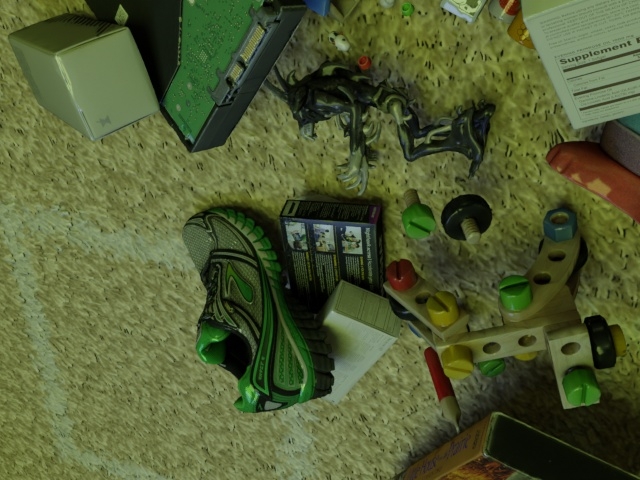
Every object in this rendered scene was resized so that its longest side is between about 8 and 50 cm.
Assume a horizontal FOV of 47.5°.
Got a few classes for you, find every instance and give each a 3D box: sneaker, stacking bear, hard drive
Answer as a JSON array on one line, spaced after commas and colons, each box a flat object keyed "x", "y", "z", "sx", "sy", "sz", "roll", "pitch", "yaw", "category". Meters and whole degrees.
[{"x": -0.118, "y": 0.084, "z": 1.010, "sx": 0.343, "sy": 0.146, "sz": 0.134, "roll": 54, "pitch": 145, "yaw": 35, "category": "sneaker"}, {"x": 0.386, "y": -0.157, "z": 0.705, "sx": 0.175, "sy": 0.164, "sz": 0.289, "roll": 41, "pitch": 118, "yaw": 29, "category": "stacking bear"}, {"x": -0.176, "y": -0.305, "z": 0.852, "sx": 0.339, "sy": 0.064, "sz": 0.237, "roll": 54, "pitch": 135, "yaw": 15, "category": "hard drive"}]

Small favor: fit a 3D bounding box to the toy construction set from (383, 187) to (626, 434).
[{"x": 0.209, "y": 0.128, "z": 0.859, "sx": 0.258, "sy": 0.237, "sz": 0.308, "roll": 0, "pitch": 132, "yaw": -11, "category": "toy construction set"}]

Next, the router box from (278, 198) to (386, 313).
[{"x": 0.020, "y": 0.030, "z": 1.014, "sx": 0.133, "sy": 0.046, "sz": 0.179, "roll": 5, "pitch": 130, "yaw": 14, "category": "router box"}]

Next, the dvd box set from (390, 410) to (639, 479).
[{"x": 0.282, "y": 0.372, "z": 0.983, "sx": 0.308, "sy": 0.062, "sz": 0.420, "roll": 26, "pitch": 150, "yaw": 1, "category": "dvd box set"}]

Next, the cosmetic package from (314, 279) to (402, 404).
[{"x": 0.027, "y": 0.153, "z": 1.052, "sx": 0.099, "sy": 0.060, "sz": 0.239, "roll": 25, "pitch": 141, "yaw": -6, "category": "cosmetic package"}]

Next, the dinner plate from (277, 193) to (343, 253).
[{"x": 0.000, "y": 0.000, "z": 1.051, "sx": 0.141, "sy": 0.017, "sz": 0.141, "roll": 12, "pitch": 123, "yaw": 19, "category": "dinner plate"}]

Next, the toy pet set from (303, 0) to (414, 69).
[{"x": 0.039, "y": -0.278, "z": 0.823, "sx": 0.114, "sy": 0.065, "sz": 0.122, "roll": 41, "pitch": 96, "yaw": 33, "category": "toy pet set"}]

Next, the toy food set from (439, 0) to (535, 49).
[{"x": 0.155, "y": -0.303, "z": 0.752, "sx": 0.232, "sy": 0.111, "sz": 0.104, "roll": 31, "pitch": 125, "yaw": 4, "category": "toy food set"}]

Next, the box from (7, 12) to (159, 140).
[{"x": -0.310, "y": -0.218, "z": 0.931, "sx": 0.275, "sy": 0.094, "sz": 0.113, "roll": 30, "pitch": 144, "yaw": 51, "category": "box"}]

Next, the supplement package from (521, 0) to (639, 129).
[{"x": 0.282, "y": -0.259, "z": 0.608, "sx": 0.204, "sy": 0.261, "sz": 0.145, "roll": -13, "pitch": 144, "yaw": 29, "category": "supplement package"}]

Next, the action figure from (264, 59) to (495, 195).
[{"x": 0.058, "y": -0.132, "z": 0.866, "sx": 0.276, "sy": 0.164, "sz": 0.141, "roll": 15, "pitch": 117, "yaw": 10, "category": "action figure"}]
